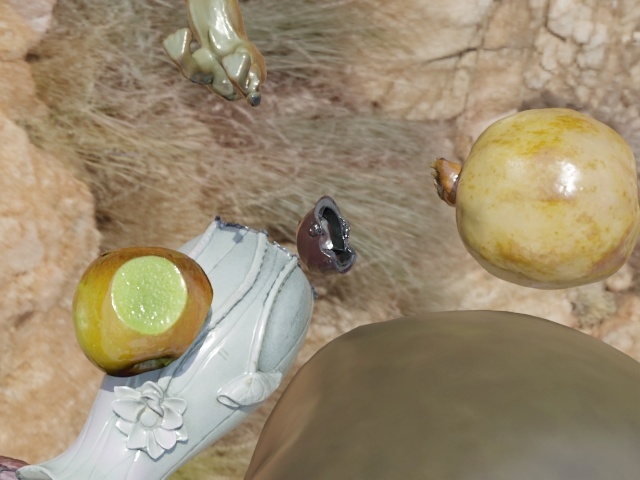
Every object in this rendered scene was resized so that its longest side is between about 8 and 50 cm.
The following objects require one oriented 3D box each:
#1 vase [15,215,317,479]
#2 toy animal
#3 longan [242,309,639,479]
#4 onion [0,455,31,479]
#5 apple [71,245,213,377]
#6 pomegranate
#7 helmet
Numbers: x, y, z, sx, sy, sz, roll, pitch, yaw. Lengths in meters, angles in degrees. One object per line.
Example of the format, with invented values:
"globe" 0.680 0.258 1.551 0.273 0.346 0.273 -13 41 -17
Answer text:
"vase" -0.195 0.197 1.389 0.250 0.250 0.445 54 56 -30
"toy animal" -0.110 -0.255 1.170 0.157 0.097 0.313 29 44 -66
"longan" 0.060 0.136 0.393 0.248 0.248 0.248 -9 107 -29
"onion" -0.409 0.390 1.502 0.250 0.247 0.111 58 31 -11
"apple" -0.214 0.088 1.256 0.163 0.146 0.147 6 69 -16
"pomegranate" 0.237 -0.038 1.094 0.207 0.207 0.207 -9 107 -29
"helmet" 0.000 0.000 1.615 0.098 0.070 0.123 -9 78 -61
